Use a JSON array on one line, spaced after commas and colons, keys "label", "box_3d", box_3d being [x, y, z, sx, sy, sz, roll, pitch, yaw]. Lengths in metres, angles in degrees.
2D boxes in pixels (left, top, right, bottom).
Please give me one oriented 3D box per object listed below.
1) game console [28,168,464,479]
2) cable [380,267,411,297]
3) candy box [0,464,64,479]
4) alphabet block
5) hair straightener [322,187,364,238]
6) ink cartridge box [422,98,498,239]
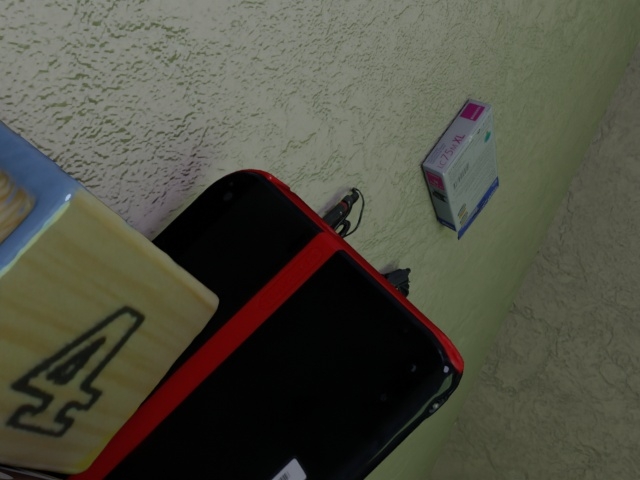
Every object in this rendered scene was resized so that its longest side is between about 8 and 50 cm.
[{"label": "game console", "box_3d": [-0.116, 0.133, 0.485, 0.386, 0.342, 0.060, -45, 142, -1]}, {"label": "cable", "box_3d": [0.129, 0.136, 1.179, 0.184, 0.047, 0.151, -26, 144, -37]}, {"label": "candy box", "box_3d": [-0.282, 0.186, 0.347, 0.183, 0.316, 0.088, 46, 50, -55]}, {"label": "alphabet block", "box_3d": [-0.239, 0.042, 0.423, 0.193, 0.192, 0.197, -50, 149, -11]}, {"label": "hair straightener", "box_3d": [0.000, 0.000, 0.880, 0.230, 0.047, 0.089, -50, 148, -23]}, {"label": "ink cartridge box", "box_3d": [0.325, -0.146, 1.193, 0.186, 0.065, 0.311, -53, 146, -10]}]
